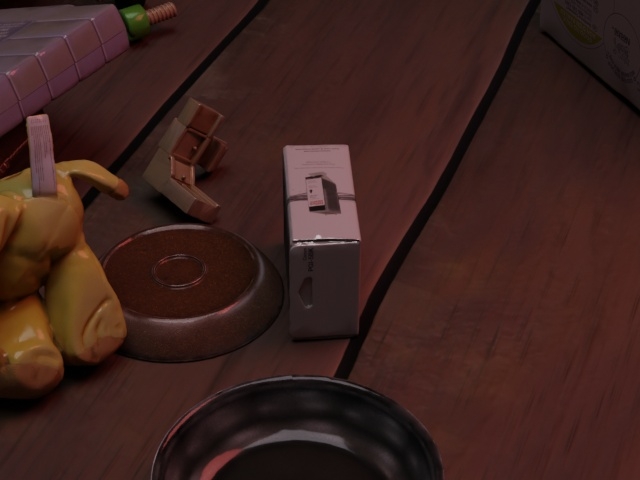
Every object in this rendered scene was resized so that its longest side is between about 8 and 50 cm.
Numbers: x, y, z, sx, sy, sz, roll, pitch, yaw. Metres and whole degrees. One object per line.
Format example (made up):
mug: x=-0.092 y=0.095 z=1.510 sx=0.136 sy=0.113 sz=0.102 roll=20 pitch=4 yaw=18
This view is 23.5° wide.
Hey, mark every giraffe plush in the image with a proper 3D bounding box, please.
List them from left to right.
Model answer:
giraffe plush: x=-0.262 y=0.009 z=1.180 sx=0.181 sy=0.210 sz=0.170 roll=10 pitch=-3 yaw=-41

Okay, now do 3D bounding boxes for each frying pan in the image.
frying pan: x=0.017 y=0.200 z=0.994 sx=0.197 sy=0.053 sz=0.326 roll=-19 pitch=42 yaw=-23

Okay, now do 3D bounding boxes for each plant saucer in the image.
plant saucer: x=-0.114 y=0.034 z=1.243 sx=0.168 sy=0.029 sz=0.168 roll=0 pitch=37 yaw=0

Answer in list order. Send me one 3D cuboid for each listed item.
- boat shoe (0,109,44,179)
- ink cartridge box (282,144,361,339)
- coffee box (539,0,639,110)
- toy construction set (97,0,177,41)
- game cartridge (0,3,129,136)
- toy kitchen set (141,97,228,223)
boat shoe: x=-0.313 y=-0.057 z=1.340 sx=0.073 sy=0.073 sz=0.207 roll=-8 pitch=26 yaw=46
ink cartridge box: x=0.000 y=0.000 z=1.227 sx=0.056 sy=0.099 sz=0.135 roll=-2 pitch=37 yaw=-3
coffee box: x=0.437 y=-0.308 z=1.444 sx=0.337 sy=0.334 sz=0.338 roll=-16 pitch=37 yaw=-18
toy construction set: x=-0.330 y=-0.356 z=1.576 sx=0.237 sy=0.309 sz=0.257 roll=-24 pitch=34 yaw=-22
game cartridge: x=-0.368 y=-0.141 z=1.391 sx=0.355 sy=0.068 sz=0.230 roll=3 pitch=28 yaw=36
toy kitchen set: x=-0.095 y=-0.066 z=1.351 sx=0.068 sy=0.083 sz=0.075 roll=24 pitch=11 yaw=-49
